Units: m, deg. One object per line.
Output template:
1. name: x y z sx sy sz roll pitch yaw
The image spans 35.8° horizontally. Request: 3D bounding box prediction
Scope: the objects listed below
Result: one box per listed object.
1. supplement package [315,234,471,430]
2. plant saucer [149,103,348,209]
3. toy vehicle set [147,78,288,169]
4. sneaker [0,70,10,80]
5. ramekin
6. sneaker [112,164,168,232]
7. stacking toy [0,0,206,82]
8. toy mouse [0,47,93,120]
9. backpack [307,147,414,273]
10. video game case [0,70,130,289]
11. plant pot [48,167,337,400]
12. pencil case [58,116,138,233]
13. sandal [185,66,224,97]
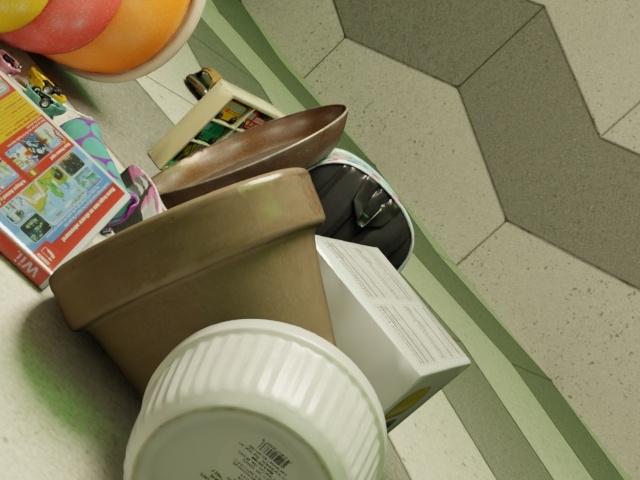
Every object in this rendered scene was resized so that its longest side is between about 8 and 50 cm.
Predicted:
1. supplement package: 0.016 0.135 1.146 0.198 0.199 0.263 51 13 16
2. plant saucer: -0.100 -0.108 1.363 0.310 0.311 0.050 -85 155 -74
3. toy vehicle set: -0.153 -0.167 1.623 0.035 0.166 0.267 50 13 16
4. sneaker: -0.372 -0.164 1.189 0.109 0.040 0.044 48 -4 -12
5. ramekin: -0.056 0.176 0.782 0.207 0.207 0.109 46 21 -6
6. sneaker: -0.203 -0.007 1.214 0.178 0.072 0.077 60 4 21
7. stacking toy: -0.389 -0.362 1.245 0.350 0.350 0.480 49 26 7
8. toy mouse: -0.376 -0.195 1.255 0.161 0.031 0.143 43 8 -4
9. backpack: 0.000 0.000 1.401 0.225 0.253 0.191 44 12 -11
10. video game case: -0.337 -0.099 0.999 0.285 0.025 0.204 44 26 -10
11. plant pot: -0.085 0.085 0.928 0.229 0.263 0.263 65 13 2
12. pencil case: -0.271 -0.081 1.183 0.070 0.064 0.151 11 35 -44
13. sandal: -0.235 -0.340 2.154 0.090 0.060 0.219 46 12 -4
